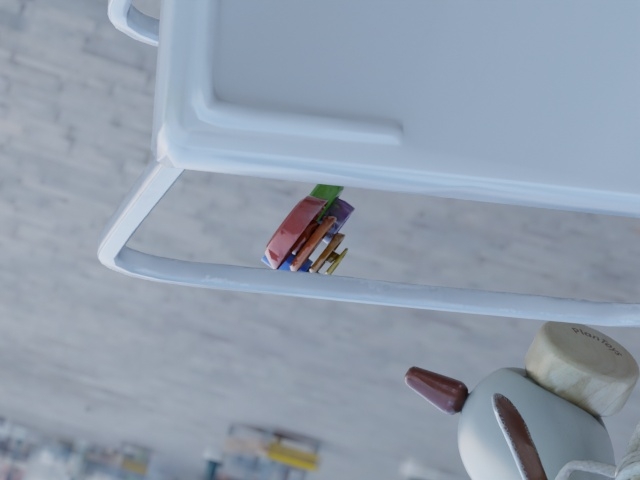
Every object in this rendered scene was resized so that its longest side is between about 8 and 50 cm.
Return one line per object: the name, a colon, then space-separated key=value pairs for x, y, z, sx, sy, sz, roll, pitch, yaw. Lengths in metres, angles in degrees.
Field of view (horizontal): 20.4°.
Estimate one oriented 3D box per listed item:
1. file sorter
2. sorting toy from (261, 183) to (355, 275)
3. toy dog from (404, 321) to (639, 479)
file sorter: x=0.049 y=-0.128 z=0.444 sx=0.193 sy=0.277 sz=0.173 roll=6 pitch=168 yaw=-15
sorting toy: x=0.000 y=0.000 z=0.999 sx=0.042 sy=0.061 sz=0.102 roll=37 pitch=-158 yaw=2
toy dog: x=0.131 y=0.164 z=1.235 sx=0.161 sy=0.220 sz=0.333 roll=18 pitch=-176 yaw=-2
